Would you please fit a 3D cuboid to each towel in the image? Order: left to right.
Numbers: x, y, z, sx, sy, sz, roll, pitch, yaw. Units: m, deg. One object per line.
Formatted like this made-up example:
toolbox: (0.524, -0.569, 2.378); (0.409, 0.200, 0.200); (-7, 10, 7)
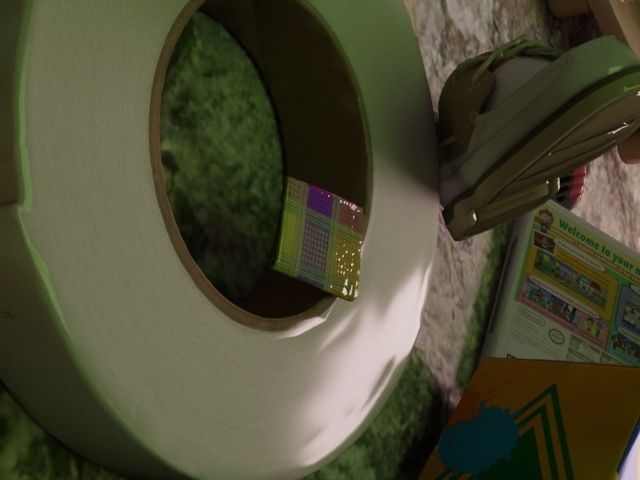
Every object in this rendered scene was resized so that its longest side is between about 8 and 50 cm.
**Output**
towel: (0.000, 0.000, 0.777); (0.083, 0.009, 0.060); (23, 69, -50)

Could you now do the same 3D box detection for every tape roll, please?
tape roll: (-0.056, -0.049, 0.774); (0.392, 0.072, 0.392); (7, 81, -54)

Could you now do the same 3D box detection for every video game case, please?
video game case: (0.240, 0.086, 1.133); (0.212, 0.023, 0.193); (29, 60, -19)

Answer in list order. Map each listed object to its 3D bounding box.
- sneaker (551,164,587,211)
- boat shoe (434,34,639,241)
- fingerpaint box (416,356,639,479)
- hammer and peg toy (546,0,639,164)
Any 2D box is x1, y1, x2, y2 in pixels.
sneaker: (0.223, -0.084, 1.189); (0.057, 0.047, 0.119); (-1, 89, -66)
boat shoe: (0.130, -0.083, 0.900); (0.113, 0.302, 0.103); (-21, 81, -16)
fingerpaint box: (0.197, 0.371, 0.980); (0.371, 0.163, 0.445); (-55, 129, -35)
hammer and peg toy: (0.314, -0.260, 1.258); (0.361, 0.127, 0.266); (56, 45, -30)
